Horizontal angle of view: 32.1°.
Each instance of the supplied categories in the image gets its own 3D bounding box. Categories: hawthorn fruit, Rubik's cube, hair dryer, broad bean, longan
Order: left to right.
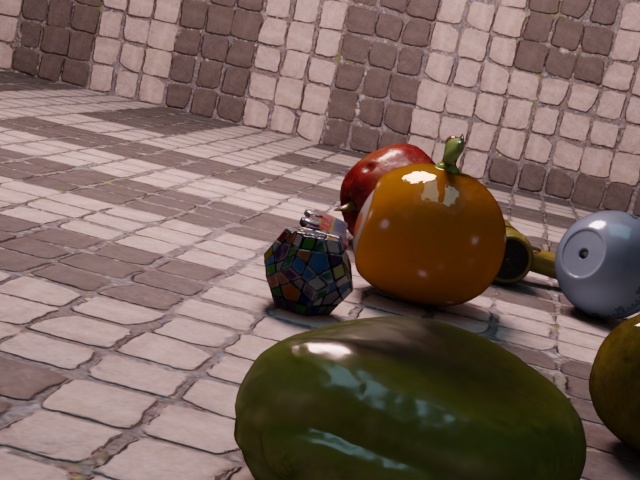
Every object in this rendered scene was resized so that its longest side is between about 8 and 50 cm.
[{"bbox_3d":[-0.014,0.035,1.288,0.111,0.111,0.093,1,44,-48],"label":"Rubik's cube"},{"bbox_3d":[0.104,-0.061,1.775,0.200,0.179,0.179,-17,23,-25],"label":"hawthorn fruit"},{"bbox_3d":[0.062,0.128,0.807,0.291,0.119,0.238,4,13,-41],"label":"broad bean"},{"bbox_3d":[0.368,0.041,1.764,0.278,0.090,0.135,17,9,-9],"label":"hair dryer"},{"bbox_3d":[0.332,0.140,1.033,0.154,0.145,0.176,40,-17,31],"label":"longan"}]

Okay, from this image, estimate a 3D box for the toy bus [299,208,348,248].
[{"bbox_3d":[0.000,0.000,1.581,0.077,0.065,0.192,19,11,-1],"label":"toy bus"}]

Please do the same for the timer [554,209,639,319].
[{"bbox_3d":[0.438,0.056,1.647,0.175,0.175,0.255,19,-15,32],"label":"timer"}]

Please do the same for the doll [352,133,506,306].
[{"bbox_3d":[0.153,-0.033,1.449,0.213,0.236,0.213,17,13,-4],"label":"doll"}]
